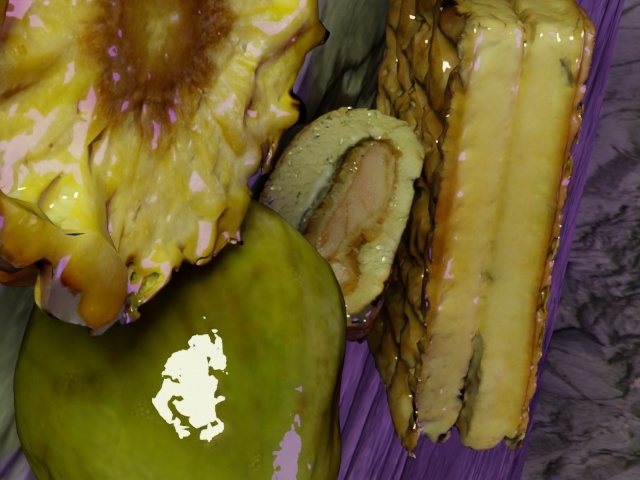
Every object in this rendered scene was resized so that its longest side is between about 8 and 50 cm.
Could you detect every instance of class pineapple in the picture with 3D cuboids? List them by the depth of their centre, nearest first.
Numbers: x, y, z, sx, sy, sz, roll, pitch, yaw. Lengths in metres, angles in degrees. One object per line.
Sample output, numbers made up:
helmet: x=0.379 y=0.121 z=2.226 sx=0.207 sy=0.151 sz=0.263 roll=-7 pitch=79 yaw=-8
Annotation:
pineapple: x=-0.075 y=-0.075 z=0.490 sx=0.225 sy=0.076 sz=0.225 roll=-34 pitch=130 yaw=-53

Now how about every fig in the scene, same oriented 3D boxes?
fig: x=-0.052 y=0.062 z=0.610 sx=0.144 sy=0.154 sz=0.166 roll=28 pitch=33 yaw=-38

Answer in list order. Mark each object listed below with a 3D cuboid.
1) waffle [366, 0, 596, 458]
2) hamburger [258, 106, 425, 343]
waffle: x=0.092 y=-0.038 z=0.985 sx=0.213 sy=0.091 sz=0.308 roll=-108 pitch=-160 yaw=-59
hamburger: x=-0.003 y=0.007 z=0.878 sx=0.102 sy=0.087 sz=0.176 roll=115 pitch=-8 yaw=-47
